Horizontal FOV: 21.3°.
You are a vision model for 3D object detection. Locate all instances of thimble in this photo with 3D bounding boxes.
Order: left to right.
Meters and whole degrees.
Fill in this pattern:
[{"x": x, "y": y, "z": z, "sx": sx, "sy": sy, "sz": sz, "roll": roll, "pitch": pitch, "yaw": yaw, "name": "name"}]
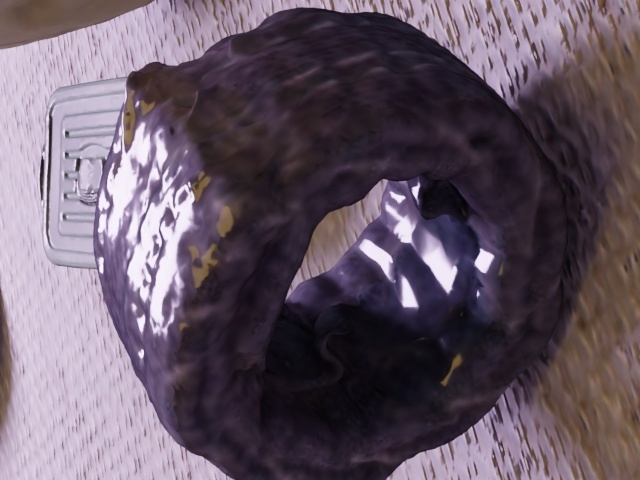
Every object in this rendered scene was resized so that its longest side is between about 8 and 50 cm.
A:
[{"x": 0.000, "y": 0.002, "z": 0.558, "sx": 0.098, "sy": 0.150, "sz": 0.150, "roll": 52, "pitch": 131, "yaw": 49, "name": "thimble"}]

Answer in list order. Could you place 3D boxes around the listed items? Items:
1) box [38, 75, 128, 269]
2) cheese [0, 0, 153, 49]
[{"x": -0.073, "y": -0.029, "z": 0.760, "sx": 0.122, "sy": 0.069, "sz": 0.084, "roll": 3, "pitch": 93, "yaw": 60, "name": "box"}, {"x": -0.158, "y": -0.221, "z": 0.844, "sx": 0.093, "sy": 0.159, "sz": 0.263, "roll": 50, "pitch": -153, "yaw": -70, "name": "cheese"}]
